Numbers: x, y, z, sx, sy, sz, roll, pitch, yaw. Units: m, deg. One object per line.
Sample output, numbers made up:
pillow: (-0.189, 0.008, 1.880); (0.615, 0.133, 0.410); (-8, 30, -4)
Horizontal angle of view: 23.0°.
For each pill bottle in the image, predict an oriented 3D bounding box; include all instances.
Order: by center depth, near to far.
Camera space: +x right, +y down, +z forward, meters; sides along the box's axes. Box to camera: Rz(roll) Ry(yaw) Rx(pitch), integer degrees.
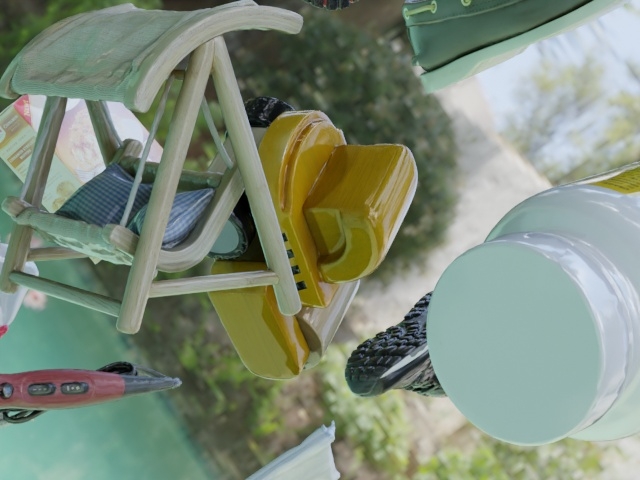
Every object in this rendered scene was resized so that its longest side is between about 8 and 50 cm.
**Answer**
pill bottle: (0.231, 0.040, 1.174); (0.334, 0.188, 0.188); (-15, 64, -49)

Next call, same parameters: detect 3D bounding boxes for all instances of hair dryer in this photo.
hair dryer: (-0.254, 0.113, 1.297); (0.293, 0.223, 0.080); (8, 68, -79)

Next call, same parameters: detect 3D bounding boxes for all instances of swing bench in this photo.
swing bench: (-0.150, -0.072, 1.310); (0.253, 0.165, 0.255); (10, -78, 55)

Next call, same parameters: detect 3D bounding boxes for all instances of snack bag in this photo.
snack bag: (-0.114, 0.340, 1.784); (0.037, 0.342, 0.323); (54, -9, 16)

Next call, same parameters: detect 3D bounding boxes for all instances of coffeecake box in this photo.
coffeecake box: (-0.253, -0.091, 1.704); (0.185, 0.068, 0.142); (49, 37, -9)

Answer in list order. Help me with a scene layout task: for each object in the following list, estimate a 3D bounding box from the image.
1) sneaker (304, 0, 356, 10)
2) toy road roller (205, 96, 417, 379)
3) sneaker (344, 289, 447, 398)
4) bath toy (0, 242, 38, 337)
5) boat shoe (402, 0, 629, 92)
sneaker: (0.038, -0.405, 2.257); (0.136, 0.313, 0.116); (33, -55, 51)
toy road roller: (0.000, 0.000, 1.843); (0.240, 0.202, 0.330); (3, -46, 27)
sneaker: (0.144, 0.163, 2.073); (0.107, 0.283, 0.124); (-6, -73, 40)
bath toy: (-0.449, 0.015, 1.853); (0.348, 0.151, 0.129); (61, 25, -59)
boat shoe: (0.182, -0.216, 1.377); (0.305, 0.109, 0.091); (-21, -85, 51)
